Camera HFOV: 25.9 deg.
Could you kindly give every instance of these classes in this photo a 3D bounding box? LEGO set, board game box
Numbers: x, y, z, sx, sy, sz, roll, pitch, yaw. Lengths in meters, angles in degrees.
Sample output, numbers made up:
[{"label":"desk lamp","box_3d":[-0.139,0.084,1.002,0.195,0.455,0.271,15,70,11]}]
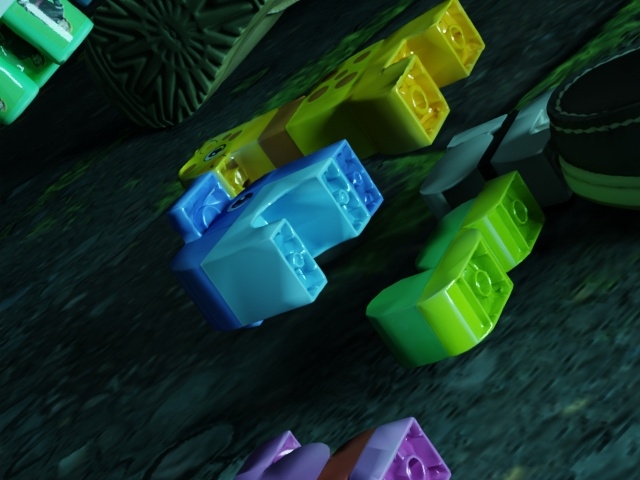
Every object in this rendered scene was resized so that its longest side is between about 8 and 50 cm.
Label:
[{"label":"LEGO set","box_3d":[0.000,0.000,0.404,0.093,0.087,0.227,-21,21,36]},{"label":"board game box","box_3d":[-0.257,-0.039,0.859,0.390,0.050,0.390,-47,16,12]}]

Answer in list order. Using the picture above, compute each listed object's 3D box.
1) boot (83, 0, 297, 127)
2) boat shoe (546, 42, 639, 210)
[{"label":"boot","box_3d":[-0.006,-0.193,0.923,0.269,0.089,0.236,-40,7,-39]},{"label":"boat shoe","box_3d":[0.141,-0.064,0.337,0.223,0.073,0.080,-12,28,49]}]
